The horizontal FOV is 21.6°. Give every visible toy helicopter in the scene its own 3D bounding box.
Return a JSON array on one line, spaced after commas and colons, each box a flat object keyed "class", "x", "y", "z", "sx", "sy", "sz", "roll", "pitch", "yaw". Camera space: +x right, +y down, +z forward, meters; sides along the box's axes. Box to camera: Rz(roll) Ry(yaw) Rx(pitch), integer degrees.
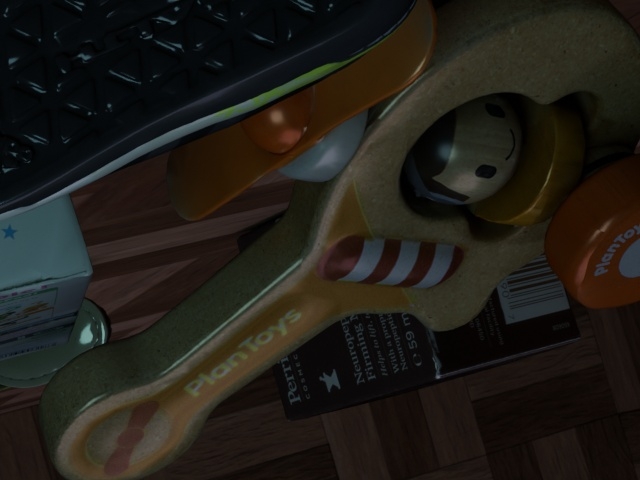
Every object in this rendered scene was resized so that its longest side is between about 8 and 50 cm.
[{"class": "toy helicopter", "x": 0.000, "y": 0.000, "z": 0.805, "sx": 0.355, "sy": 0.140, "sz": 0.235, "roll": -38, "pitch": 144, "yaw": 10}]

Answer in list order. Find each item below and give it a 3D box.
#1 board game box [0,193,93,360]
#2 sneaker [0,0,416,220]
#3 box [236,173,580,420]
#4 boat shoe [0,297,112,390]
[{"class": "board game box", "x": -0.230, "y": 0.020, "z": 0.772, "sx": 0.224, "sy": 0.097, "sz": 0.303, "roll": -16, "pitch": 176, "yaw": -13}, {"class": "sneaker", "x": -0.071, "y": -0.054, "z": 0.551, "sx": 0.235, "sy": 0.084, "sz": 0.097, "roll": -16, "pitch": 175, "yaw": 0}, {"class": "box", "x": 0.070, "y": 0.038, "z": 1.378, "sx": 0.167, "sy": 0.168, "sz": 0.203, "roll": -11, "pitch": 172, "yaw": -40}, {"class": "boat shoe", "x": -0.267, "y": 0.082, "z": 1.359, "sx": 0.228, "sy": 0.081, "sz": 0.069, "roll": -10, "pitch": 179, "yaw": 17}]
